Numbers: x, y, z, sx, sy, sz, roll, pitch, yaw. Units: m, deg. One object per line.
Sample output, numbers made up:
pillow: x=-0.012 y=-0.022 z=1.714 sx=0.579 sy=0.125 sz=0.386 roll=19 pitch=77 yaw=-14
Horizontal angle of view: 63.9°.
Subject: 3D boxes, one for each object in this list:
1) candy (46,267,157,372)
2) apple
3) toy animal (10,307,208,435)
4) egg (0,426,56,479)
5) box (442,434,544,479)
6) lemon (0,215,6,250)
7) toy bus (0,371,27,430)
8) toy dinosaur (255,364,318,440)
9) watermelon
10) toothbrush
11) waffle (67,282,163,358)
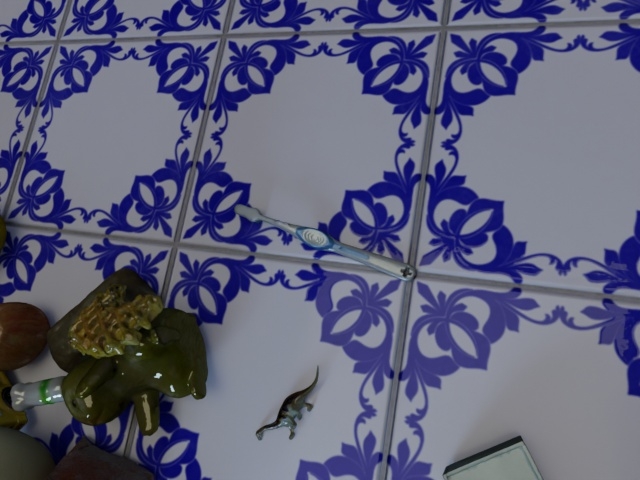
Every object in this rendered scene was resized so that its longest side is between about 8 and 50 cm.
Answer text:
candy: x=-0.439 y=0.165 z=1.034 sx=0.234 sy=0.102 sz=0.104 roll=-40 pitch=67 yaw=1
apple: x=-0.654 y=0.199 z=1.073 sx=0.146 sy=0.131 sz=0.147 roll=-3 pitch=73 yaw=8
toy animal: x=-0.379 y=0.269 z=0.941 sx=0.362 sy=0.181 sz=0.180 roll=-34 pitch=33 yaw=1
egg: x=-0.595 y=0.448 z=0.942 sx=0.185 sy=0.242 sz=0.186 roll=-11 pitch=37 yaw=8
box: x=0.289 y=0.421 z=0.743 sx=0.129 sy=0.086 sz=0.225 roll=-27 pitch=69 yaw=10
lemon: x=-0.824 y=-0.014 z=1.163 sx=0.202 sy=0.178 sz=0.179 roll=-22 pitch=70 yaw=10
toy bus: x=-0.762 y=0.294 z=1.076 sx=0.145 sy=0.151 sz=0.331 roll=-46 pitch=68 yaw=4
toy dinosaur: x=-0.045 y=0.302 z=0.907 sx=0.058 sy=0.037 sz=0.180 roll=44 pitch=92 yaw=18
watermelon: x=-0.438 y=0.483 z=0.915 sx=0.192 sy=0.232 sz=0.311 roll=17 pitch=126 yaw=19
toothbrush: x=-0.001 y=-0.001 z=0.972 sx=0.385 sy=0.040 sz=0.040 roll=20 pitch=83 yaw=21
waffle: x=-0.355 y=0.130 z=0.886 sx=0.194 sy=0.051 sz=0.149 roll=-5 pitch=44 yaw=37
